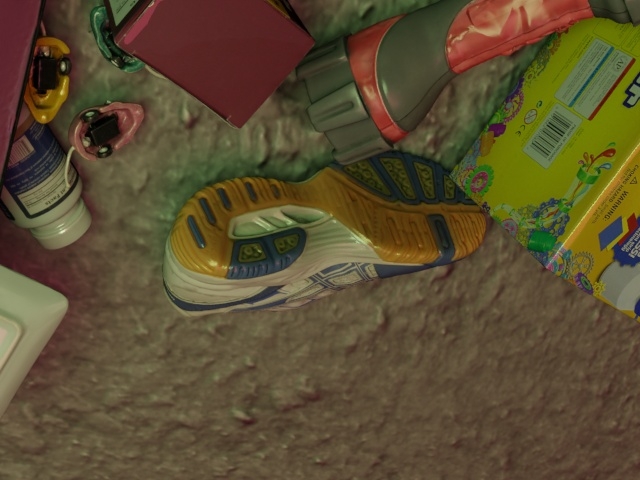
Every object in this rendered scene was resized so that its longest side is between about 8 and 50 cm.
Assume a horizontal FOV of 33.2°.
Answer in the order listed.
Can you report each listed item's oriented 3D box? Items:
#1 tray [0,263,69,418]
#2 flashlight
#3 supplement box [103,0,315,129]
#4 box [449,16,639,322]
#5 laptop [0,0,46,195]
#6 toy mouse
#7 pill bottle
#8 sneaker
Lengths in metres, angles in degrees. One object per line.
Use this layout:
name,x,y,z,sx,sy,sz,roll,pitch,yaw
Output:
tray,-0.310,0.045,0.684,0.270,0.030,0.145,30,95,-28
flashlight,0.134,-0.157,0.821,0.304,0.103,0.103,-20,97,19
supplement box,-0.087,-0.170,0.730,0.104,0.188,0.081,34,107,-33
box,0.324,-0.079,0.924,0.279,0.177,0.290,26,105,-32
laptop,-0.434,-0.045,0.744,0.381,0.236,0.408,11,160,-24
toy mouse,-0.167,-0.121,0.818,0.143,0.031,0.161,-15,119,-40
pill bottle,-0.228,-0.052,0.840,0.067,0.067,0.120,-26,127,0
sneaker,0.000,0.000,0.947,0.296,0.112,0.131,-4,152,-24
